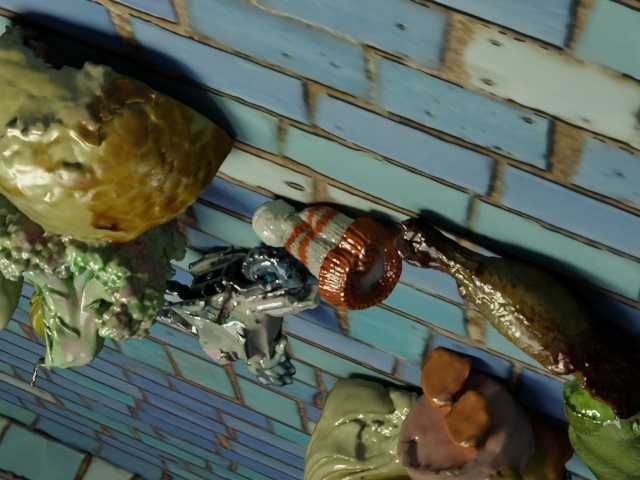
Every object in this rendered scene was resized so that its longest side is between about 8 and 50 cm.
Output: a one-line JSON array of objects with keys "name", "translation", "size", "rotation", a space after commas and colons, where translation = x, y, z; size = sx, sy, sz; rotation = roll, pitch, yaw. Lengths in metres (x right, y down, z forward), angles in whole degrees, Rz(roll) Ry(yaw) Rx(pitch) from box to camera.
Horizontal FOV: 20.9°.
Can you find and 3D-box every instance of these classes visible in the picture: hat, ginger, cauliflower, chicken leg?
[{"name": "hat", "translation": [0.000, 0.000, 1.799], "size": [0.162, 0.093, 0.112], "rotation": [36, 160, 34]}, {"name": "ginger", "translation": [0.349, 0.232, 1.952], "size": [0.137, 0.089, 0.290], "rotation": [1, 152, 14]}, {"name": "cauliflower", "translation": [-0.265, 0.042, 1.937], "size": [0.239, 0.256, 0.315], "rotation": [17, 117, 10]}, {"name": "chicken leg", "translation": [0.212, 0.077, 1.720], "size": [0.322, 0.083, 0.177], "rotation": [37, 174, -38]}]

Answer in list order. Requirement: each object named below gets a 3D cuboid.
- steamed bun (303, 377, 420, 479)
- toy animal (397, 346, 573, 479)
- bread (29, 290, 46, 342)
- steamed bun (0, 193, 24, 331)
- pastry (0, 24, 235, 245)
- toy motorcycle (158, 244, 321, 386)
[{"name": "steamed bun", "translation": [0.116, 0.326, 2.340], "size": [0.289, 0.203, 0.276], "rotation": [24, 163, -1]}, {"name": "toy animal", "translation": [0.207, 0.267, 2.117], "size": [0.281, 0.169, 0.195], "rotation": [36, -160, -41]}, {"name": "bread", "translation": [-0.385, 0.118, 2.623], "size": [0.157, 0.094, 0.083], "rotation": [22, 168, 40]}, {"name": "steamed bun", "translation": [-0.502, -0.059, 2.043], "size": [0.394, 0.237, 0.347], "rotation": [25, 145, 1]}, {"name": "pastry", "translation": [-0.225, -0.079, 1.707], "size": [0.236, 0.170, 0.256], "rotation": [17, 163, 25]}, {"name": "toy motorcycle", "translation": [-0.076, 0.097, 2.083], "size": [0.239, 0.108, 0.204], "rotation": [-4, 134, 52]}]
